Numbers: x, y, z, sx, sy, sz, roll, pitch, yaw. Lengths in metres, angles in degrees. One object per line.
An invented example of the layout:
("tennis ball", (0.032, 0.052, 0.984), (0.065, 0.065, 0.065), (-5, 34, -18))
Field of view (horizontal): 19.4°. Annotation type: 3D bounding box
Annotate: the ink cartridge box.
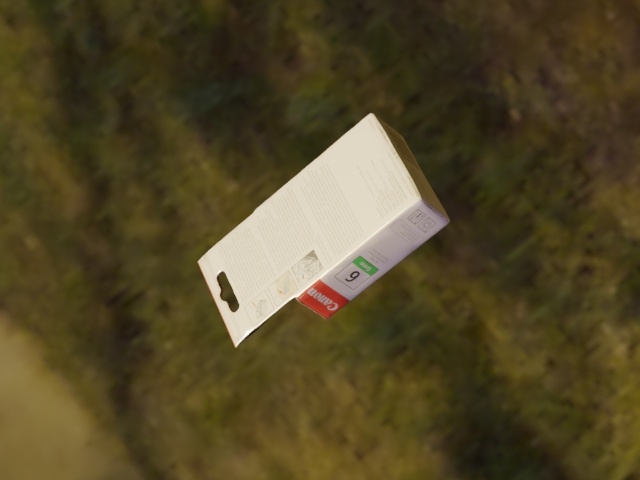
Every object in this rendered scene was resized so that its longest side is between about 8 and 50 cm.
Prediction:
("ink cartridge box", (0.000, 0.000, 0.887), (0.029, 0.115, 0.063), (35, -158, -46))
